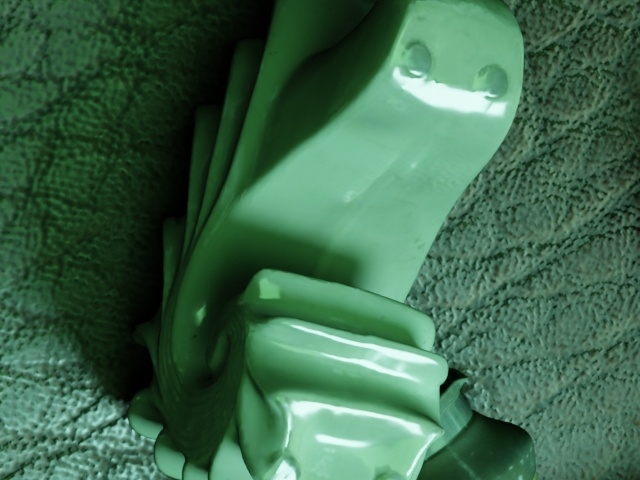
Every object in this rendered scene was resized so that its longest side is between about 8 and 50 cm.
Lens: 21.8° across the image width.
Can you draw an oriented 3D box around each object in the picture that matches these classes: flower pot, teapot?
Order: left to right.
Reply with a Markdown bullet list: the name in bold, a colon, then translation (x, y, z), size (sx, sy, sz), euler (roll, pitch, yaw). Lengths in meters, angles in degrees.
- **flower pot**: translation (0.000, 0.000, 1.097), size (0.164, 0.254, 0.367), euler (13, 94, -24)
- **teapot**: translation (0.078, 0.175, 1.247), size (0.165, 0.130, 0.119), euler (-31, 97, 19)
